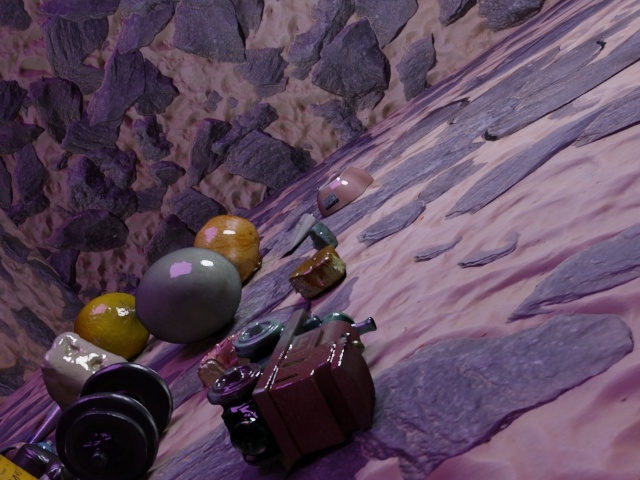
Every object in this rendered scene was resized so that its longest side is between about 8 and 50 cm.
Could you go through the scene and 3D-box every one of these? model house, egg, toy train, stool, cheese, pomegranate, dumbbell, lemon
[{"bbox_3d":[-0.001,-0.006,1.779,0.066,0.083,0.078,-33,13,25],"label":"model house"},{"bbox_3d":[-0.358,0.149,1.796,0.352,0.258,0.258,-21,20,51],"label":"egg"},{"bbox_3d":[-0.027,0.194,0.976,0.222,0.150,0.304,-23,14,15],"label":"toy train"},{"bbox_3d":[-0.608,0.520,1.454,0.217,0.125,0.121,6,59,47],"label":"stool"},{"bbox_3d":[-0.688,0.426,1.987,0.173,0.252,0.247,-73,0,-50],"label":"cheese"},{"bbox_3d":[-0.296,0.034,2.151,0.248,0.248,0.248,-35,12,9],"label":"pomegranate"},{"bbox_3d":[-0.392,0.350,1.283,0.192,0.192,0.290,-36,12,6],"label":"dumbbell"},{"bbox_3d":[-0.708,0.305,2.255,0.320,0.245,0.245,-34,11,37],"label":"lemon"}]

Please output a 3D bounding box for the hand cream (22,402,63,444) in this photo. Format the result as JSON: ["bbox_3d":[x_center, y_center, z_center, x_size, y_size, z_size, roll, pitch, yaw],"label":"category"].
[{"bbox_3d":[-0.847,0.551,2.145,0.340,0.077,0.124,-48,16,-27],"label":"hand cream"}]

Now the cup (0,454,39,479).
[{"bbox_3d":[-0.626,0.486,1.236,0.196,0.279,0.196,-37,17,13],"label":"cup"}]

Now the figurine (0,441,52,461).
[{"bbox_3d":[-0.745,0.560,1.640,0.114,0.144,0.178,-39,23,7],"label":"figurine"}]

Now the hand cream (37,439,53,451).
[{"bbox_3d":[-0.778,0.618,1.753,0.083,0.048,0.224,-30,20,33],"label":"hand cream"}]

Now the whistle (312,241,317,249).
[{"bbox_3d":[0.000,0.000,1.873,0.035,0.035,0.100,-32,11,22],"label":"whistle"}]

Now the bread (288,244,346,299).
[{"bbox_3d":[-0.007,0.075,1.518,0.128,0.069,0.140,-36,11,11],"label":"bread"}]

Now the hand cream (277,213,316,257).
[{"bbox_3d":[-0.070,-0.019,2.126,0.087,0.054,0.186,-30,19,50],"label":"hand cream"}]

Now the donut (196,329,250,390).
[{"bbox_3d":[-0.185,0.240,1.408,0.166,0.065,0.117,-31,14,20],"label":"donut"}]

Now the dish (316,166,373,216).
[{"bbox_3d":[0.065,-0.176,2.227,0.213,0.090,0.213,-35,12,9],"label":"dish"}]
